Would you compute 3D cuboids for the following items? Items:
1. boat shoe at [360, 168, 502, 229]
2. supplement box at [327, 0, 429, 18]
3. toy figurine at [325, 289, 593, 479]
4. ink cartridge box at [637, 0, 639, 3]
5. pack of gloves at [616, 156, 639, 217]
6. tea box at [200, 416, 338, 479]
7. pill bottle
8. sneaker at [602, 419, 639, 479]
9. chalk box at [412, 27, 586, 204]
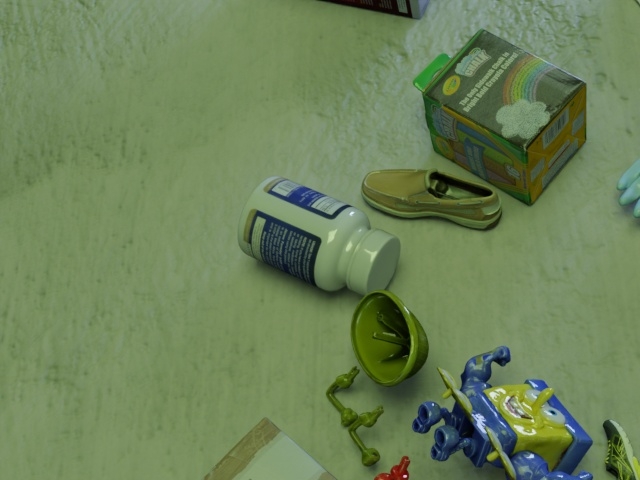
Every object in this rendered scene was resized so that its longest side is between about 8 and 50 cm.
[{"bbox_3d":[0.140,-0.069,1.452,0.190,0.072,0.068,9,62,18],"label":"boat shoe"},{"bbox_3d":[0.041,-0.411,1.649,0.239,0.130,0.073,15,64,19],"label":"supplement box"},{"bbox_3d":[0.185,0.214,1.258,0.217,0.191,0.362,3,29,-28],"label":"toy figurine"},{"bbox_3d":[0.516,-0.419,1.584,0.198,0.067,0.115,-25,58,-3],"label":"ink cartridge box"},{"bbox_3d":[0.492,-0.087,1.374,0.195,0.046,0.232,36,73,29],"label":"pack of gloves"},{"bbox_3d":[-0.057,0.401,1.064,0.220,0.323,0.329,37,72,28],"label":"tea box"},{"bbox_3d":[0.000,0.000,1.419,0.187,0.112,0.112,24,67,24],"label":"pill bottle"},{"bbox_3d":[0.329,0.238,1.249,0.035,0.031,0.083,-20,57,0],"label":"sneaker"},{"bbox_3d":[0.221,-0.171,1.463,0.213,0.132,0.132,35,73,29],"label":"chalk box"}]
